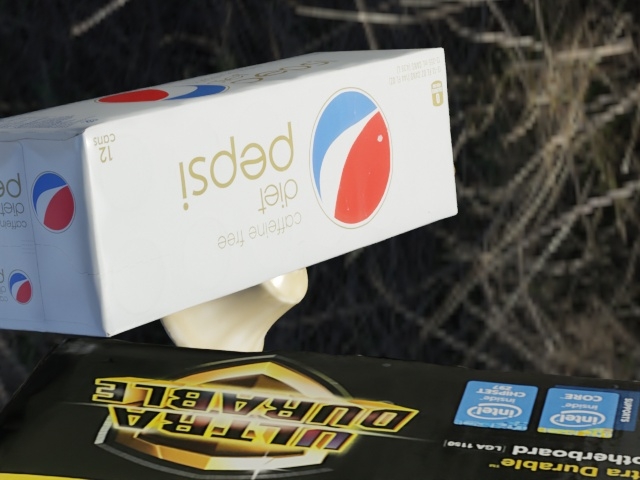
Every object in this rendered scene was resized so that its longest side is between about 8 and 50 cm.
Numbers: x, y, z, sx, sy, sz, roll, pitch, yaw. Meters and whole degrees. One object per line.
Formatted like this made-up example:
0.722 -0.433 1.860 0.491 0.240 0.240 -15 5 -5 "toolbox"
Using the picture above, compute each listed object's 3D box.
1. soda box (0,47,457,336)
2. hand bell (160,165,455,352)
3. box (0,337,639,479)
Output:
-0.035 -0.024 0.729 0.069 0.216 0.074 2 103 38 "soda box"
0.000 0.000 1.436 0.242 0.126 0.126 -30 119 29 "hand bell"
0.061 0.184 0.424 0.257 0.079 0.322 5 115 14 "box"
